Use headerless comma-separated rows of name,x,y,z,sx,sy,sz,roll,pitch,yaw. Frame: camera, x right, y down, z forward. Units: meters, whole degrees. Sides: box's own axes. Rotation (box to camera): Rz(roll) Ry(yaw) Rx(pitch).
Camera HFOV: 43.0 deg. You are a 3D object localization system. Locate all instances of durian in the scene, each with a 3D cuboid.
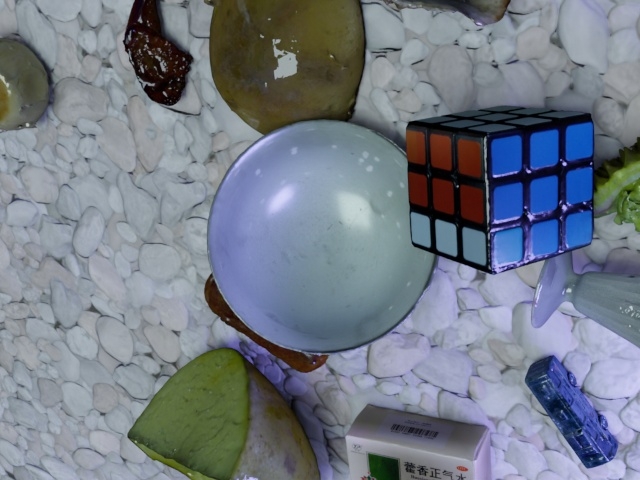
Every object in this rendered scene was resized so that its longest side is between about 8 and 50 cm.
durian,0.406,-0.077,0.926,0.375,0.106,0.132,-16,110,38

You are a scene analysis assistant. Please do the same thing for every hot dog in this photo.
hot dog,-0.073,0.112,1.283,0.227,0.099,0.160,41,126,4

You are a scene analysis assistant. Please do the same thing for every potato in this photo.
potato,-0.107,0.350,1.380,0.330,0.213,0.280,2,143,51
potato,-0.068,-0.262,1.094,0.239,0.116,0.299,17,119,26

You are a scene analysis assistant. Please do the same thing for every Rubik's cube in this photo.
Rubik's cube,0.210,-0.067,0.959,0.163,0.162,0.160,22,121,58

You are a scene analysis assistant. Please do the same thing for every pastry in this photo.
pastry,-0.532,-0.258,1.359,0.166,0.088,0.166,12,118,24

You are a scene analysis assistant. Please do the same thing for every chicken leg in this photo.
chicken leg,-0.248,-0.301,1.207,0.093,0.053,0.205,-14,115,9

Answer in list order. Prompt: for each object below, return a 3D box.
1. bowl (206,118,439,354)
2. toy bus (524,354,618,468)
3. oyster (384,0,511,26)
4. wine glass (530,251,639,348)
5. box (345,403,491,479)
bowl,0.000,0.000,1.137,0.313,0.146,0.313,0,85,-5
toy bus,0.351,0.241,1.135,0.047,0.065,0.166,-34,94,35
oyster,0.057,-0.391,0.965,0.396,0.111,0.204,24,90,10
wine glass,0.371,0.077,0.990,0.196,0.165,0.165,18,121,24
box,0.159,0.366,1.287,0.212,0.095,0.168,5,113,26
